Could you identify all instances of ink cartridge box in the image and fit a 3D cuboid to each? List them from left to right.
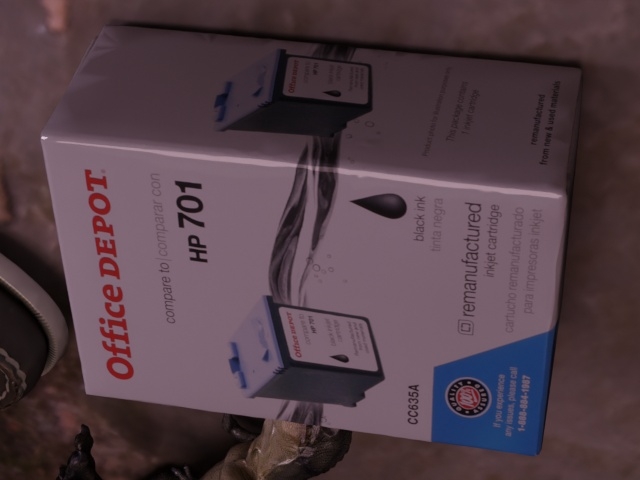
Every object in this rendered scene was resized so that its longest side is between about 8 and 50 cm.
[{"bbox_3d":[0.000,0.000,0.583,0.190,0.082,0.140,5,131,9],"label":"ink cartridge box"}]

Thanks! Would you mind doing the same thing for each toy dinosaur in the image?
[{"bbox_3d":[-0.073,0.136,0.738,0.118,0.064,0.268,18,136,-10],"label":"toy dinosaur"}]

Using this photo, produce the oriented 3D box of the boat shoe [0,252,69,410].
[{"bbox_3d":[-0.268,0.022,0.669,0.305,0.091,0.109,19,132,-1],"label":"boat shoe"}]
